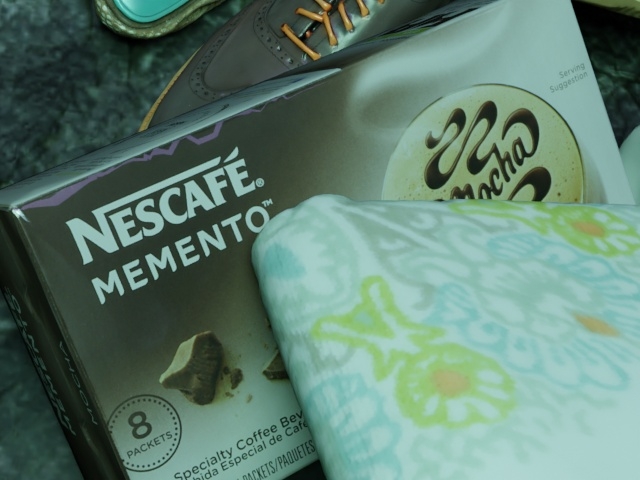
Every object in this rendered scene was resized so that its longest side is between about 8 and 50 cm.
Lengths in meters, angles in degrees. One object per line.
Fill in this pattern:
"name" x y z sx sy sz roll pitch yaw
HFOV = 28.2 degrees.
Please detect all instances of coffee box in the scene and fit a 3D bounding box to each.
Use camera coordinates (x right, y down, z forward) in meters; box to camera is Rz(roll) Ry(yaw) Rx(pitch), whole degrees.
"coffee box" 0.000 0.000 0.638 0.297 0.119 0.168 -25 102 -21

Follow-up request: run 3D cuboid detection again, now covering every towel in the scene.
"towel" 0.185 0.100 0.492 0.375 0.090 0.320 2 32 -21

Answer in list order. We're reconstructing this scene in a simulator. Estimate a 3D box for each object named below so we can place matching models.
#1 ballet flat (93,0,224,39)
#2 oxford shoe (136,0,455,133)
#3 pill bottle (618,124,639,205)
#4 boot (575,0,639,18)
"ballet flat" -0.052 -0.185 0.772 0.206 0.067 0.073 -31 98 -19
"oxford shoe" -0.002 -0.126 0.739 0.097 0.098 0.271 42 64 9
"pill bottle" 0.298 -0.036 0.742 0.229 0.131 0.131 -18 70 -19
"boot" 0.204 -0.236 0.744 0.262 0.203 0.095 2 24 -39
